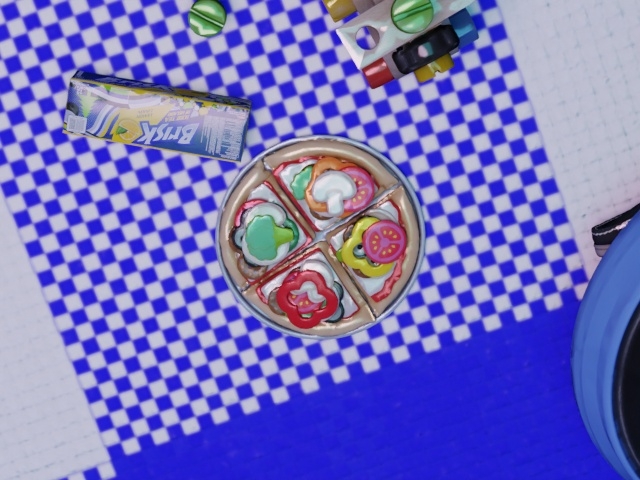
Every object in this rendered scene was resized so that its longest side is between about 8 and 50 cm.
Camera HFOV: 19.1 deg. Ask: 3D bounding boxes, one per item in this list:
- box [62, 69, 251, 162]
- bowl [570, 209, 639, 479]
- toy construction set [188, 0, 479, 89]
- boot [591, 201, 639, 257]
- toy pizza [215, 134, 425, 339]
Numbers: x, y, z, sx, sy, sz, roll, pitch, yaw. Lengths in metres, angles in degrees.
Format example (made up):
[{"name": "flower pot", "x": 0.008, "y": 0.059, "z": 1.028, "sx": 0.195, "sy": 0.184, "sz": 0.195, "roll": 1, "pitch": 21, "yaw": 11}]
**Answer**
[{"name": "box", "x": -0.151, "y": -0.115, "z": 1.767, "sx": 0.168, "sy": 0.059, "sz": 0.054, "roll": 10, "pitch": 102, "yaw": -3}, {"name": "bowl", "x": 0.429, "y": 0.102, "z": 1.764, "sx": 0.391, "sy": 0.077, "sz": 0.391, "roll": -4, "pitch": 116, "yaw": -9}, {"name": "toy construction set", "x": 0.008, "y": -0.242, "z": 1.646, "sx": 0.308, "sy": 0.237, "sz": 0.258, "roll": -4, "pitch": 103, "yaw": 1}, {"name": "boot", "x": 0.333, "y": -0.102, "z": 1.766, "sx": 0.236, "sy": 0.085, "sz": 0.179, "roll": -26, "pitch": 98, "yaw": 6}, {"name": "toy pizza", "x": 0.000, "y": 0.000, "z": 1.809, "sx": 0.201, "sy": 0.032, "sz": 0.201, "roll": 0, "pitch": 104, "yaw": 0}]
